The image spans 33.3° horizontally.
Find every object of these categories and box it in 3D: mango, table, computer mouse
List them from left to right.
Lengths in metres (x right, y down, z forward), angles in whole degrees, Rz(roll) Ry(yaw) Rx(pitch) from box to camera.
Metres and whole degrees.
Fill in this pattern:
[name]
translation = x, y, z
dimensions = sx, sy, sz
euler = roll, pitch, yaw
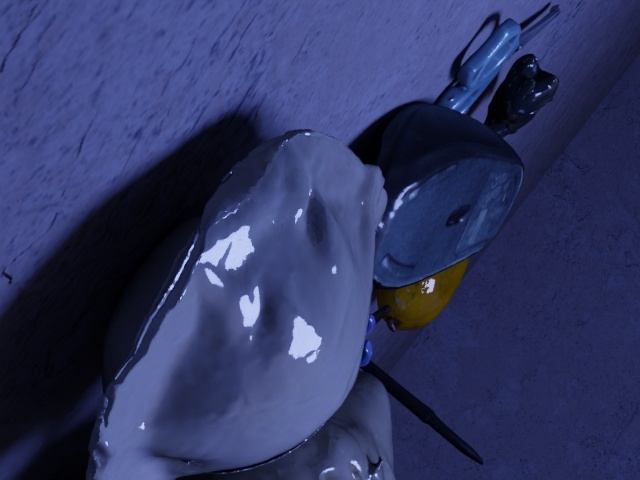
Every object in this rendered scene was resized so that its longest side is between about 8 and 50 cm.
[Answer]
[table]
translation = 0.028, 0.295, 1.471
dimensions = 0.317, 0.249, 0.317
euler = -37, 171, -7
[computer mouse]
translation = 0.112, -0.050, 1.227
dimensions = 0.374, 0.114, 0.203
euler = -10, 127, -59
[mango]
translation = 0.189, 0.041, 1.840
dimensions = 0.317, 0.119, 0.176
euler = -54, 169, -42

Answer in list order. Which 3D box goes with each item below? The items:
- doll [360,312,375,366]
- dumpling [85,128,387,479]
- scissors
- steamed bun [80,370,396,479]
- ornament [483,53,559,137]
[doll]
translation = 0.011, 0.091, 1.240
dimensions = 0.067, 0.109, 0.206
euler = -75, 151, -48
[dumpling]
translation = -0.051, 0.048, 0.791
dimensions = 0.341, 0.181, 0.260
euler = -21, 145, -26
[scissors]
translation = 0.241, -0.248, 1.387
dimensions = 0.360, 0.029, 0.191
euler = -43, 169, -47
[steamed bun]
translation = -0.076, 0.295, 0.972
dimensions = 0.342, 0.255, 0.367
euler = -20, 180, 17
[ornament]
translation = 0.215, -0.128, 1.448
dimensions = 0.236, 0.080, 0.202
euler = -47, 177, -5
